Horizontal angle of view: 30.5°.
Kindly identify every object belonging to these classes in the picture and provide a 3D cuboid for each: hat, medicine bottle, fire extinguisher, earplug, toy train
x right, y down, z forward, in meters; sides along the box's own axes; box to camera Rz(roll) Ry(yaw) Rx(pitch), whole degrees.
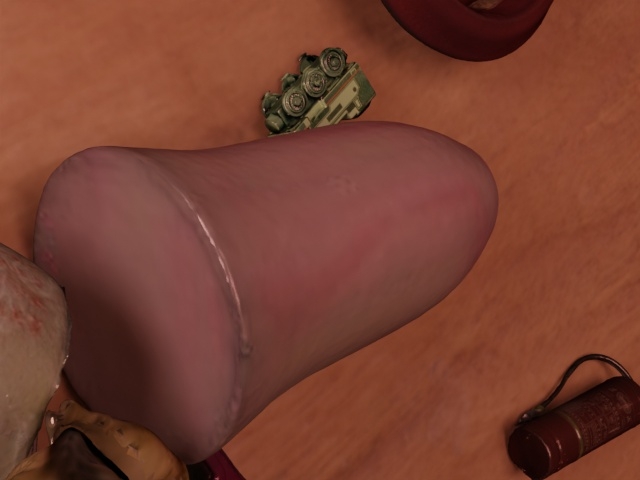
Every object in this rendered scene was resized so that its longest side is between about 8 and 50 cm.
[{"bbox_3d":[0.089,-0.227,0.834,0.205,0.089,0.205,-1,91,-38],"label":"hat"},{"bbox_3d":[-0.210,0.053,0.536,0.143,0.147,0.147,26,70,-30],"label":"medicine bottle"},{"bbox_3d":[0.210,0.134,0.924,0.157,0.045,0.078,-18,75,-37],"label":"fire extinguisher"},{"bbox_3d":[0.000,0.000,0.711,0.301,0.172,0.172,-20,98,-45],"label":"earplug"},{"bbox_3d":[-0.003,-0.092,0.783,0.083,0.033,0.053,-51,119,-29],"label":"toy train"}]

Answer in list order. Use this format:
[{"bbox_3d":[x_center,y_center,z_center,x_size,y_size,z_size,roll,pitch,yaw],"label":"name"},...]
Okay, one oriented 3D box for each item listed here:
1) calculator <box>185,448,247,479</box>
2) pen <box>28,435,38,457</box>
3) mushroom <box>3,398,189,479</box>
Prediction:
[{"bbox_3d":[-0.075,0.199,0.701,0.126,0.034,0.190,-52,122,-30],"label":"calculator"},{"bbox_3d":[-0.168,0.144,0.636,0.026,0.026,0.218,8,81,-37],"label":"pen"},{"bbox_3d":[-0.072,0.193,0.514,0.130,0.344,0.247,-29,78,-5],"label":"mushroom"}]
